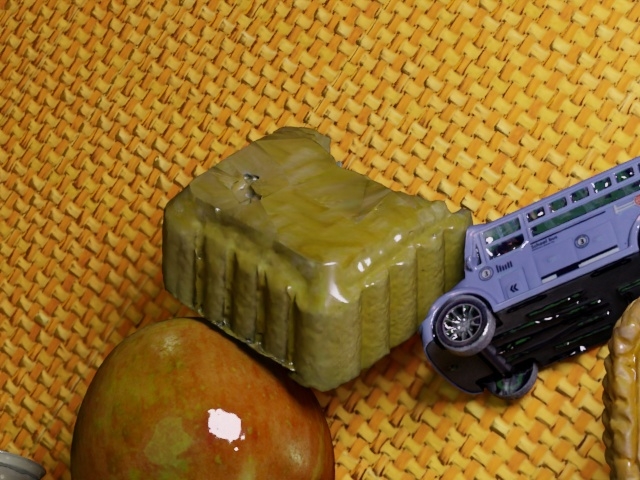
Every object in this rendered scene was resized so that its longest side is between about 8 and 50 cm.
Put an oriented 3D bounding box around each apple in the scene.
[{"bbox_3d":[-0.110,0.193,1.819,0.246,0.246,0.226,-31,46,15],"label":"apple"}]

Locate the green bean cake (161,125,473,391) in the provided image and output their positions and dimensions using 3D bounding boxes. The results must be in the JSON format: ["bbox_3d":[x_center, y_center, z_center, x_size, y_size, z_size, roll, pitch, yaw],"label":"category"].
[{"bbox_3d":[0.000,0.000,1.800,0.236,0.233,0.124,29,133,32],"label":"green bean cake"}]

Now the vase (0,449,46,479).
[{"bbox_3d":[-0.352,0.366,1.903,0.173,0.173,0.321,-3,69,27],"label":"vase"}]

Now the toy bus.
[{"bbox_3d":[0.225,0.026,1.730,0.292,0.125,0.133,-25,54,16],"label":"toy bus"}]

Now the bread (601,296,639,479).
[{"bbox_3d":[0.342,0.132,1.582,0.227,0.142,0.253,5,98,20],"label":"bread"}]
